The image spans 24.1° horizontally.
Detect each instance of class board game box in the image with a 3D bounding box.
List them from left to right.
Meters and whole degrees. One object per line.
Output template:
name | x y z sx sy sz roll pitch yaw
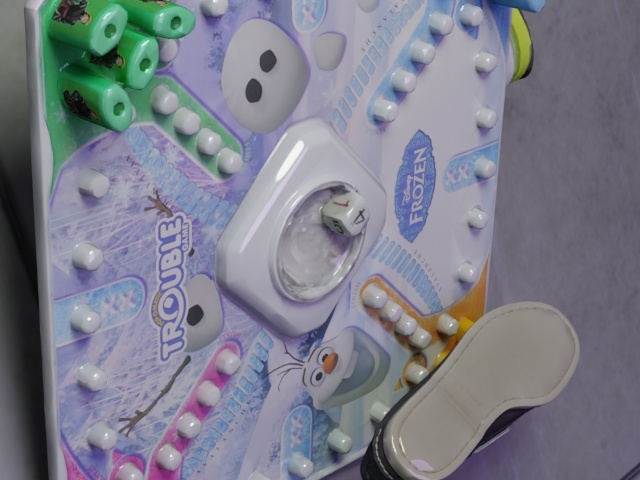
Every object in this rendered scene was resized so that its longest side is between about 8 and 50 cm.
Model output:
board game box | 0.000 0.000 0.937 0.390 0.050 0.389 -21 124 -41

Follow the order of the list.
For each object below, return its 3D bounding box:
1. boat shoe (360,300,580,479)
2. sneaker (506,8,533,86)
boat shoe | 0.101 0.107 1.034 0.206 0.065 0.075 -34 84 -40
sneaker | 0.037 -0.182 1.016 0.300 0.111 0.121 49 62 -30
